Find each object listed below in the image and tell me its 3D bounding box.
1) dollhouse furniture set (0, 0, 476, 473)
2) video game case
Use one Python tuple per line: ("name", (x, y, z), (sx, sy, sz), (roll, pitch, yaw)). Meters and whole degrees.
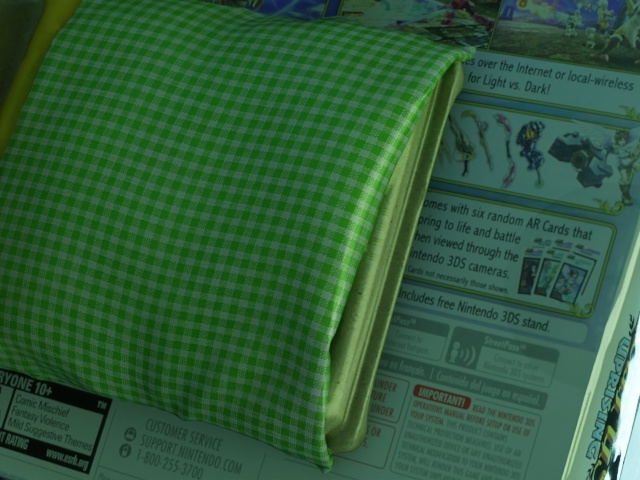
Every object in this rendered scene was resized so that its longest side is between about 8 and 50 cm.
("dollhouse furniture set", (-0.063, -0.095, 0.617), (0.151, 0.197, 0.301), (28, 75, -60))
("video game case", (0.000, 0.000, 0.685), (0.061, 0.269, 0.244), (31, 74, -60))
